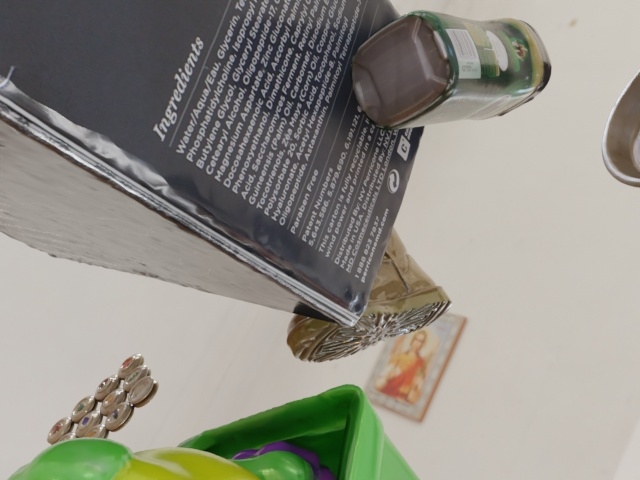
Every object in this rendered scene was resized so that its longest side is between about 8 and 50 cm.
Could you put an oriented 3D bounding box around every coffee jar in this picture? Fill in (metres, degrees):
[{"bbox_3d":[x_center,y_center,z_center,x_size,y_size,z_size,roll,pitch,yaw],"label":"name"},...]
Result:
[{"bbox_3d":[0.116,-0.142,0.662,0.096,0.079,0.184,-26,-8,41],"label":"coffee jar"}]

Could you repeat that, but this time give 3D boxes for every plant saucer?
[{"bbox_3d":[0.450,-0.167,0.914,0.041,0.277,0.278,36,-14,-18],"label":"plant saucer"}]

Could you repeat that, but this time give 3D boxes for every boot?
[{"bbox_3d":[0.000,0.000,0.918,0.236,0.089,0.269,-6,54,-44],"label":"boot"}]

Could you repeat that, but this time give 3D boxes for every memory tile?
[{"bbox_3d":[-0.251,0.196,0.904,0.012,0.148,0.113,51,-8,-28],"label":"memory tile"}]

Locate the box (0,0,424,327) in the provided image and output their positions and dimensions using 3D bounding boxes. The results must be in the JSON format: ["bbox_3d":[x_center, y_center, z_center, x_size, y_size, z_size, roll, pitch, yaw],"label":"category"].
[{"bbox_3d":[-0.223,-0.161,0.721,0.480,0.297,0.472,10,-14,34],"label":"box"}]

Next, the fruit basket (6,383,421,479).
[{"bbox_3d":[-0.082,0.255,0.492,0.392,0.391,0.283,34,-44,-32],"label":"fruit basket"}]
